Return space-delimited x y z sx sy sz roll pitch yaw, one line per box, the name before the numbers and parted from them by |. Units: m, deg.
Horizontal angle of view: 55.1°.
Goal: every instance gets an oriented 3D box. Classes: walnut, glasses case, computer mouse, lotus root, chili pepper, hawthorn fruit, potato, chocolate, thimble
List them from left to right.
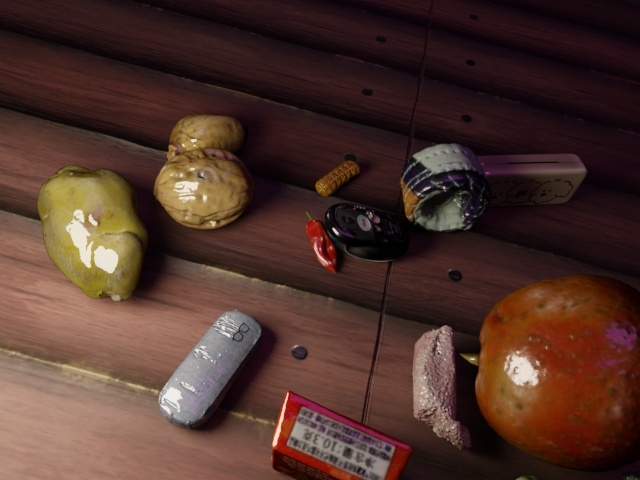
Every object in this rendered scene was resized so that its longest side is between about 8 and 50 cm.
potato | -0.493 -0.019 1.344 0.218 0.202 0.351 -21 65 -13
walnut | -0.279 -0.126 1.485 0.245 0.198 0.198 -3 52 -13
lotus root | -0.308 -0.273 1.640 0.154 0.140 0.257 2 22 45
glasses case | -0.220 0.258 1.259 0.109 0.067 0.282 26 49 13
chili pepper | -0.001 0.000 1.531 0.059 0.050 0.191 -5 58 -37
chocolate | 0.024 0.386 1.102 0.237 0.234 0.108 24 61 8
computer mouse | 0.110 -0.013 1.534 0.233 0.096 0.137 14 48 -19
thimble | 0.328 -0.130 1.605 0.237 0.237 0.150 2 54 -10
glasses case | 0.574 -0.170 1.736 0.337 0.144 0.076 -4 51 -14
hawthorn fruit | 0.480 0.253 1.226 0.403 0.402 0.402 6 50 -7

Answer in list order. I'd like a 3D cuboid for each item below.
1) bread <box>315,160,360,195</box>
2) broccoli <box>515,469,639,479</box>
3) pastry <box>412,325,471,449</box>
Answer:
bread | 0.049 -0.173 1.689 0.052 0.044 0.157 43 56 15
broccoli | 0.487 0.521 1.074 0.375 0.249 0.302 -28 64 -24
pastry | 0.245 0.305 1.300 0.112 0.102 0.265 0 49 -3
